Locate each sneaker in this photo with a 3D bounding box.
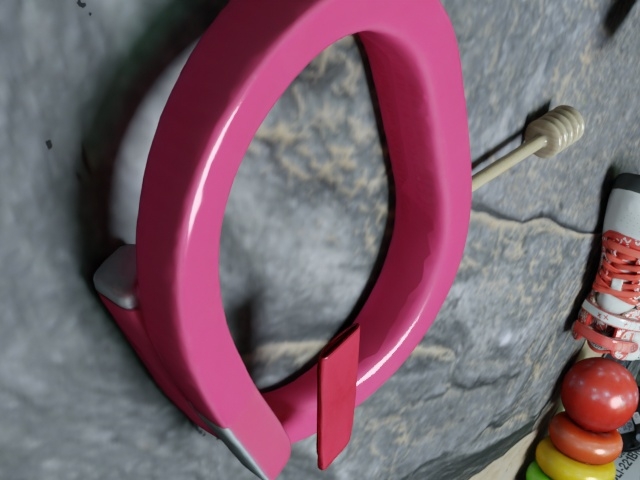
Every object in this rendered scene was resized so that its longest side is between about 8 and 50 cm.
[{"bbox_3d":[0.326,0.044,0.900,0.145,0.090,0.270,-59,152,-8],"label":"sneaker"}]

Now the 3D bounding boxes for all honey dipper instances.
[{"bbox_3d":[0.130,-0.053,0.593,0.160,0.030,0.030,-33,139,-36],"label":"honey dipper"}]

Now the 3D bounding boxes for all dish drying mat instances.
[{"bbox_3d":[0.008,0.082,0.443,0.032,0.008,0.083,-37,140,-40],"label":"dish drying mat"}]

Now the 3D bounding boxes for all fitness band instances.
[{"bbox_3d":[0.000,0.000,0.429,0.209,0.054,0.291,-50,149,-23],"label":"fitness band"}]

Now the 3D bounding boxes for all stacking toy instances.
[{"bbox_3d":[0.310,0.299,1.060,0.141,0.141,0.330,-14,122,-51],"label":"stacking toy"}]

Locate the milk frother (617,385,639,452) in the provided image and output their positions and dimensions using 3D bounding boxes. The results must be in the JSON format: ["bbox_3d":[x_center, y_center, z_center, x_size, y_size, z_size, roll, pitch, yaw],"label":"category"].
[{"bbox_3d":[0.419,0.259,1.179,0.134,0.143,0.129,3,84,-44],"label":"milk frother"}]

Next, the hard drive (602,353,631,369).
[{"bbox_3d":[0.409,0.176,1.196,0.135,0.022,0.094,-55,149,-10],"label":"hard drive"}]

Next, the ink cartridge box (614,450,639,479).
[{"bbox_3d":[0.447,0.393,1.192,0.197,0.273,0.114,-22,128,-47],"label":"ink cartridge box"}]
